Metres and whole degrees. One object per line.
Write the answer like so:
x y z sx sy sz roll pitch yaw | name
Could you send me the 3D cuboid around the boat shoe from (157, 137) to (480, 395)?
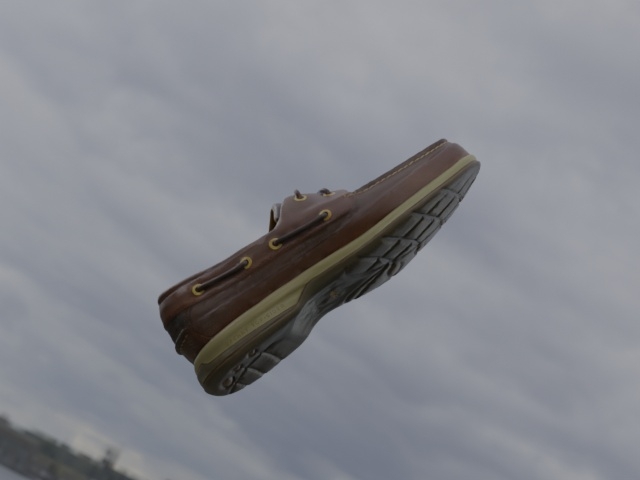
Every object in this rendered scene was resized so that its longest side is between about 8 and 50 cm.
0.000 0.000 0.739 0.060 0.178 0.064 49 -15 18 | boat shoe
